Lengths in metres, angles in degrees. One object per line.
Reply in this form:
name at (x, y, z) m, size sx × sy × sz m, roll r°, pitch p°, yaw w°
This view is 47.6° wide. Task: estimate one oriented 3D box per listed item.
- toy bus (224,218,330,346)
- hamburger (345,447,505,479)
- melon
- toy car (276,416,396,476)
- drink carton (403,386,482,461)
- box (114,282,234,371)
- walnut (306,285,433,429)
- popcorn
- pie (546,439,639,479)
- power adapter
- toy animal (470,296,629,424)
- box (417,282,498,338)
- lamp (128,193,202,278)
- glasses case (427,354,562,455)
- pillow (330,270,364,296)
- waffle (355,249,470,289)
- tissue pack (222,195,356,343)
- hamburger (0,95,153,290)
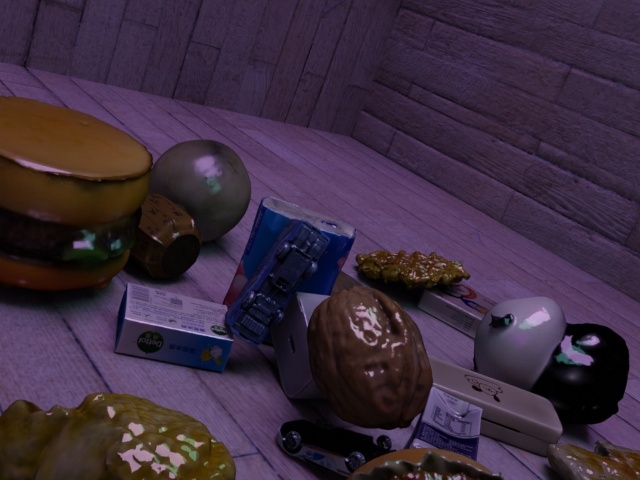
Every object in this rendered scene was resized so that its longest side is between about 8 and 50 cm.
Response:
toy bus at (-0.079, 0.074, 1.310) m, size 0.079 × 0.236 × 0.094 m, roll 37°, pitch -6°, yaw -16°
hamburger at (0.121, 0.376, 0.763) m, size 0.274 × 0.274 × 0.212 m, roll 19°, pitch 15°, yaw -5°
melon at (-0.301, -0.128, 1.809) m, size 0.271 × 0.272 × 0.308 m, roll 15°, pitch 26°, yaw -20°
toy car at (0.023, 0.324, 1.129) m, size 0.204 × 0.056 × 0.095 m, roll 7°, pitch 9°, yaw 33°
drink carton at (0.181, 0.344, 1.149) m, size 0.101 × 0.134 × 0.222 m, roll 21°, pitch 17°, yaw 10°
box at (-0.262, 0.155, 1.305) m, size 0.194 × 0.073 × 0.139 m, roll 15°, pitch 19°, yaw -19°
walnut at (0.077, 0.186, 1.165) m, size 0.198 × 0.198 × 0.245 m, roll 6°, pitch 55°, yaw -39°
popcorn at (-0.223, 0.275, 0.854) m, size 0.286 × 0.174 × 0.225 m, roll 16°, pitch -1°, yaw 22°
pie at (0.584, 0.468, 1.338) m, size 0.337 × 0.075 × 0.337 m, roll 20°, pitch 18°, yaw -6°
power adapter at (0.049, 0.204, 1.368) m, size 0.255 × 0.124 × 0.187 m, roll 10°, pitch 48°, yaw -32°
toy animal at (0.494, 0.257, 1.602) m, size 0.310 × 0.251 × 0.251 m, roll 17°, pitch 17°, yaw 4°
box at (0.458, 0.219, 1.963) m, size 0.353 × 0.069 × 0.214 m, roll 27°, pitch 18°, yaw 23°
lamp at (-0.356, -0.011, 1.571) m, size 0.185 × 0.161 × 0.161 m, roll 32°, pitch 21°, yaw 29°
glasses case at (0.322, 0.328, 1.466) m, size 0.312 × 0.070 × 0.131 m, roll 20°, pitch 17°, yaw -1°
pillow at (-0.003, 0.122, 1.703) m, size 0.185 × 0.075 × 0.302 m, roll 28°, pitch 20°, yaw 17°
waffle at (0.248, 0.077, 2.033) m, size 0.302 × 0.068 × 0.325 m, roll -3°, pitch 10°, yaw -35°
tissue pack at (-0.064, 0.070, 1.459) m, size 0.209 × 0.270 × 0.137 m, roll 20°, pitch 14°, yaw -7°
hamburger at (-0.527, -0.081, 1.366) m, size 0.395 × 0.277 × 0.396 m, roll 20°, pitch 20°, yaw -8°
